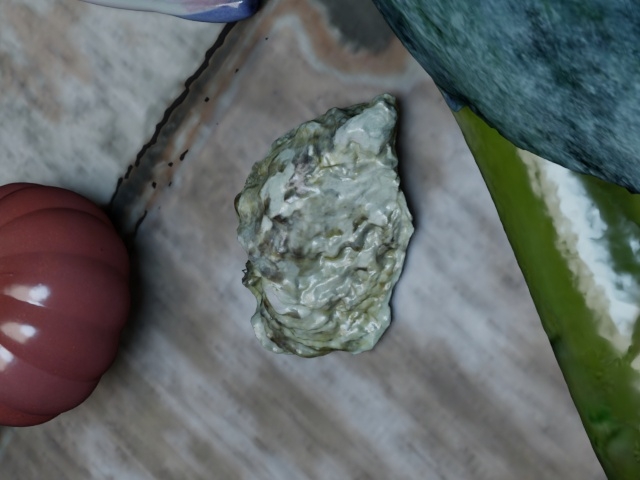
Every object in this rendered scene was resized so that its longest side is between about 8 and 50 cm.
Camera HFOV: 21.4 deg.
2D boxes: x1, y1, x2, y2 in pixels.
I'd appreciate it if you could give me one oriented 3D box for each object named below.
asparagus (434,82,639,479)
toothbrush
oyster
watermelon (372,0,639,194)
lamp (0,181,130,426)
[{"bbox_3d":[0.075,-0.066,0.604,0.082,0.085,0.343,-31,79,43],"label":"asparagus"},{"bbox_3d":[-0.142,-0.129,0.750,0.269,0.021,0.027,18,122,26],"label":"toothbrush"},{"bbox_3d":[0.001,0.000,0.685,0.098,0.037,0.100,-14,94,32],"label":"oyster"},{"bbox_3d":[0.167,-0.149,0.449,0.387,0.258,0.228,1,128,46],"label":"watermelon"},{"bbox_3d":[-0.129,0.027,0.736,0.107,0.092,0.108,-20,59,38],"label":"lamp"}]
